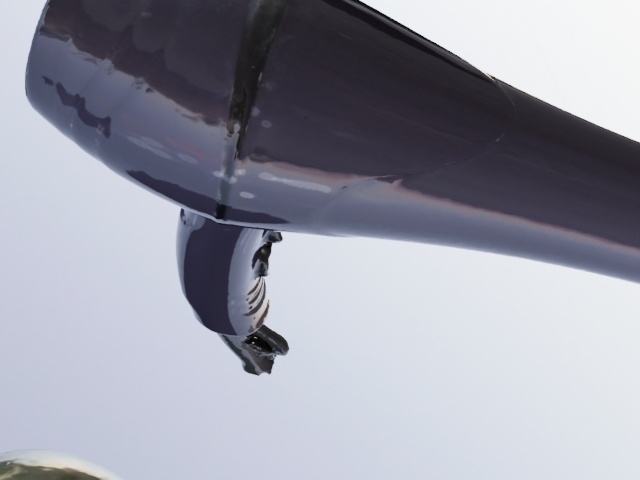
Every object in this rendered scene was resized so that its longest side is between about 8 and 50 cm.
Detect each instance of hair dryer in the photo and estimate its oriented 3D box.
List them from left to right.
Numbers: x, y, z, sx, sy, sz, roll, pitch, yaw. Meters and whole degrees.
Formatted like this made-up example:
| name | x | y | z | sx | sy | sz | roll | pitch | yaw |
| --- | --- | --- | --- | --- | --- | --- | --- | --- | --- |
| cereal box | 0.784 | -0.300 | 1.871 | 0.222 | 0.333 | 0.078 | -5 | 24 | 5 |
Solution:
| name | x | y | z | sx | sy | sz | roll | pitch | yaw |
| --- | --- | --- | --- | --- | --- | --- | --- | --- | --- |
| hair dryer | 0.000 | 0.000 | 0.635 | 0.301 | 0.361 | 0.121 | 17 | -116 | -3 |

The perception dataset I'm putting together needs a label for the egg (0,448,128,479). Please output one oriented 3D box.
| name | x | y | z | sx | sy | sz | roll | pitch | yaw |
| --- | --- | --- | --- | --- | --- | --- | --- | --- | --- |
| egg | -0.226 | 0.376 | 0.885 | 0.345 | 0.345 | 0.428 | -14 | -81 | -60 |
